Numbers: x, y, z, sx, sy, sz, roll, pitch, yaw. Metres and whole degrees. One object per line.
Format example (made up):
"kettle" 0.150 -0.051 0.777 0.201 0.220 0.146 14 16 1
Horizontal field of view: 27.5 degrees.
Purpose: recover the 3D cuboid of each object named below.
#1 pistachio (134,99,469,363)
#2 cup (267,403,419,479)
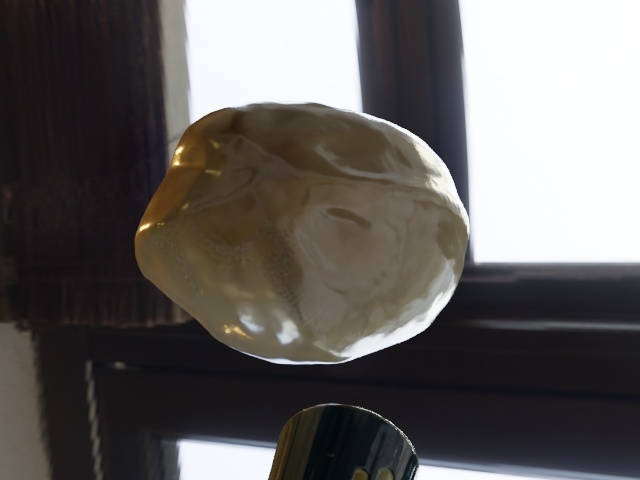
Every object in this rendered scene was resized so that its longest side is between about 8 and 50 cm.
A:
"pistachio" 0.000 0.000 1.029 0.332 0.226 0.208 6 -119 -52
"cup" 0.020 0.252 1.109 0.176 0.131 0.155 47 -146 -15
